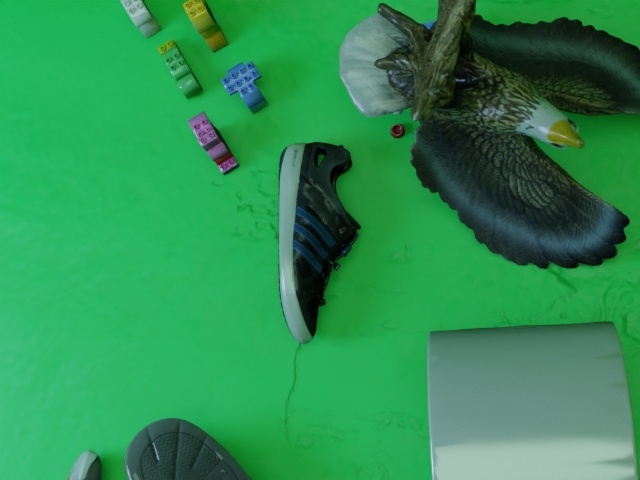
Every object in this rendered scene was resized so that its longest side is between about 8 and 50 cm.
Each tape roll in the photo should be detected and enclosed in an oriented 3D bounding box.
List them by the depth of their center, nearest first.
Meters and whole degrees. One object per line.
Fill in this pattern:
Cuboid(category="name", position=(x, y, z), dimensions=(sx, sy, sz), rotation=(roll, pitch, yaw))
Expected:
Cuboid(category="tape roll", position=(0.187, 0.199, 1.226), dimensions=(0.169, 0.246, 0.246), rotation=(-3, 82, 7))

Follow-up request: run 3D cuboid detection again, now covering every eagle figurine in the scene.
Cuboid(category="eagle figurine", position=(0.183, -0.121, 1.297), dimensions=(0.226, 0.298, 0.225), rotation=(-33, 54, 25))

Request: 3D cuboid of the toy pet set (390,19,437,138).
Cuboid(category="toy pet set", position=(0.132, -0.157, 1.374), dimensions=(0.122, 0.065, 0.114), rotation=(5, 83, 7))

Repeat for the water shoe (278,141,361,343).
Cuboid(category="water shoe", position=(0.000, 0.000, 1.365), dimensions=(0.080, 0.073, 0.203), rotation=(-2, 82, 5))

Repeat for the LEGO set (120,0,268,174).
Cuboid(category="LEGO set", position=(-0.126, -0.191, 1.397), dimensions=(0.087, 0.093, 0.227), rotation=(-31, 79, 2))

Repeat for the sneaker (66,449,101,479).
Cuboid(category="sneaker", position=(-0.225, 0.288, 1.371), dimensions=(0.065, 0.061, 0.158), rotation=(8, 83, -19))

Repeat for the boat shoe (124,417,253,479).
Cuboid(category="boat shoe", position=(-0.065, 0.305, 1.327), dimensions=(0.320, 0.103, 0.118), rotation=(43, 70, 5))
